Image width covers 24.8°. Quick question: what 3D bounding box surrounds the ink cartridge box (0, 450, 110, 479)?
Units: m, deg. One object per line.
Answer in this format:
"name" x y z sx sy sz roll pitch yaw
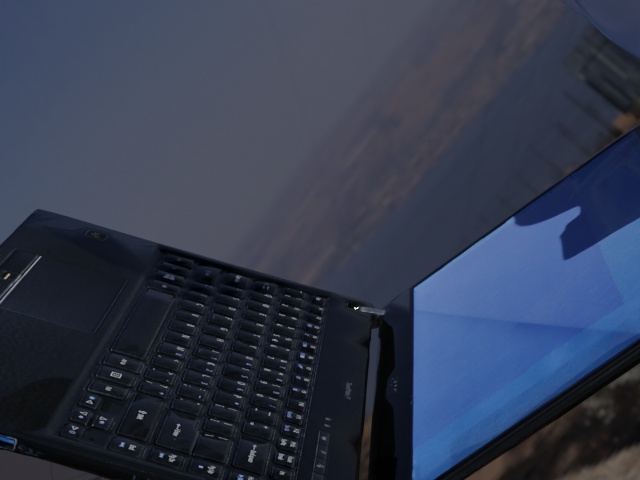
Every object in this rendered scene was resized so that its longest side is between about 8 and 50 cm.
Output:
"ink cartridge box" -0.212 0.225 0.920 0.270 0.395 0.151 -16 22 -41

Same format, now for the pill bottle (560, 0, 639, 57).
"pill bottle" 0.156 -0.182 0.614 0.169 0.169 0.301 -50 13 27

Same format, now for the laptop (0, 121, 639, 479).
"laptop" 0.000 0.000 0.559 0.234 0.264 0.136 -76 2 -74
